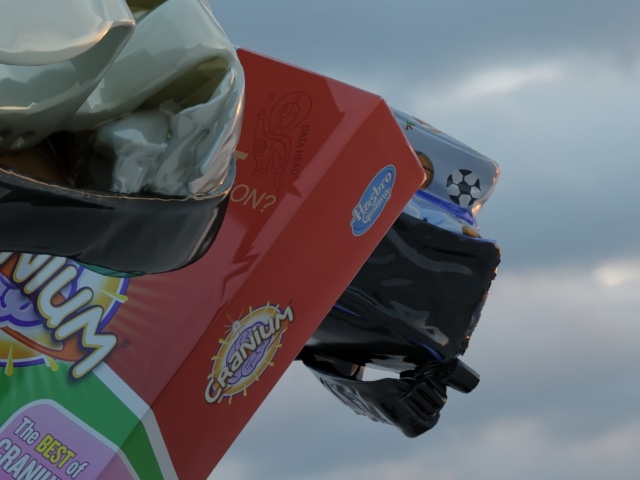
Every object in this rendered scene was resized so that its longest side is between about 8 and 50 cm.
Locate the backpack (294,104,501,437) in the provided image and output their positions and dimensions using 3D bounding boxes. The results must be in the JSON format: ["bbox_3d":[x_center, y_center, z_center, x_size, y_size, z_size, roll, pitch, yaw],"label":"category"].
[{"bbox_3d":[0.000,0.000,1.406,0.276,0.213,0.263,30,-14,0],"label":"backpack"}]

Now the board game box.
[{"bbox_3d":[-0.138,0.036,0.885,0.242,0.316,0.064,22,-23,35],"label":"board game box"}]

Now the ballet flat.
[{"bbox_3d":[-0.080,-0.039,0.612,0.096,0.095,0.280,-35,-12,21],"label":"ballet flat"}]
